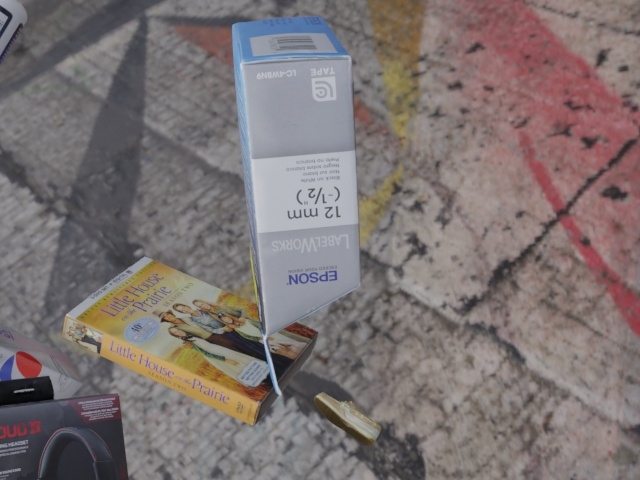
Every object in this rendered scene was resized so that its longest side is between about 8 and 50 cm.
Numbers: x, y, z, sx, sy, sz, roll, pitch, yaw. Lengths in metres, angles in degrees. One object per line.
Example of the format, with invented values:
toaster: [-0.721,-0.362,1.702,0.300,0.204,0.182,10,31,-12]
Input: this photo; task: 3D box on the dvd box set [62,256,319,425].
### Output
dvd box set: [-0.248,0.186,1.970,0.420,0.062,0.307,23,28,13]

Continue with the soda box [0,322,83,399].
soda box: [-0.583,0.225,1.848,0.091,0.286,0.098,-46,48,4]

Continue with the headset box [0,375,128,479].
headset box: [-0.342,0.310,1.173,0.110,0.218,0.293,-16,78,40]

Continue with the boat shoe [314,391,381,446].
boat shoe: [0.050,0.318,1.802,0.135,0.050,0.045,37,58,10]

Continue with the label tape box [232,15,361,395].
label tape box: [-0.026,-0.048,1.067,0.115,0.347,0.249,-7,21,-4]

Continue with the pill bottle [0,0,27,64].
pill bottle: [-0.424,-0.267,1.228,0.094,0.094,0.169,21,79,38]
